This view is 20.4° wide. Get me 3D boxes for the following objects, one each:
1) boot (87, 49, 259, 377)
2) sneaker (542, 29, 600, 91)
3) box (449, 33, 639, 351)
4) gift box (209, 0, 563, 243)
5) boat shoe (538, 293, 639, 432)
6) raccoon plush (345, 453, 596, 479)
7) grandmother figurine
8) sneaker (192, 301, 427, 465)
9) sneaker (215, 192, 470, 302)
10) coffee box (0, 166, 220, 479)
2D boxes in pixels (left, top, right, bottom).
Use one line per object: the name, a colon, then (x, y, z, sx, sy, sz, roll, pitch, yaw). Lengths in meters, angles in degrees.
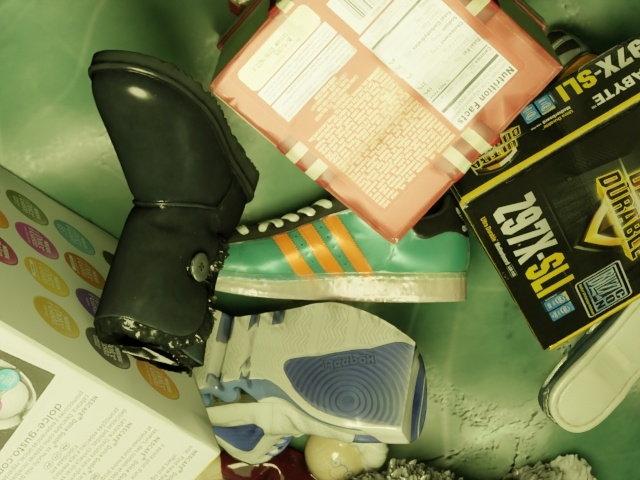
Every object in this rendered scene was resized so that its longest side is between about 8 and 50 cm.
boot: (-0.141, -0.017, 1.507, 0.094, 0.207, 0.246, 3, 153, 26)
sneaker: (0.206, -0.119, 1.790, 0.084, 0.083, 0.215, 17, 123, -46)
box: (0.281, -0.044, 1.794, 0.257, 0.079, 0.322, -29, 144, 4)
gift box: (0.049, -0.195, 1.604, 0.255, 0.258, 0.276, -42, 101, 12)
boat shoe: (0.343, 0.109, 1.955, 0.095, 0.079, 0.254, 43, 89, -16)
raccoon plush: (0.166, 0.386, 1.877, 0.446, 0.299, 0.216, -18, 143, -17)
grandmother figurine: (-0.061, 0.300, 1.948, 0.342, 0.104, 0.208, -41, 130, 13)
sneaker: (-0.033, 0.151, 1.818, 0.315, 0.127, 0.182, 6, 155, 21)
sneaker: (0.000, 0.000, 1.797, 0.302, 0.108, 0.121, 2, 90, -6)
coffee box: (-0.348, 0.144, 1.632, 0.334, 0.338, 0.338, 35, 105, -30)
